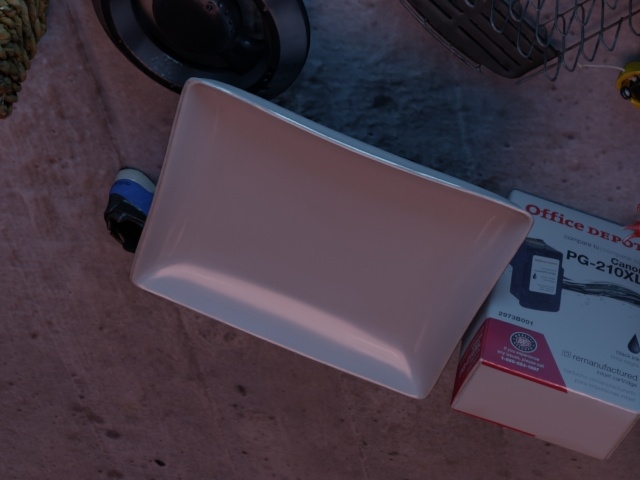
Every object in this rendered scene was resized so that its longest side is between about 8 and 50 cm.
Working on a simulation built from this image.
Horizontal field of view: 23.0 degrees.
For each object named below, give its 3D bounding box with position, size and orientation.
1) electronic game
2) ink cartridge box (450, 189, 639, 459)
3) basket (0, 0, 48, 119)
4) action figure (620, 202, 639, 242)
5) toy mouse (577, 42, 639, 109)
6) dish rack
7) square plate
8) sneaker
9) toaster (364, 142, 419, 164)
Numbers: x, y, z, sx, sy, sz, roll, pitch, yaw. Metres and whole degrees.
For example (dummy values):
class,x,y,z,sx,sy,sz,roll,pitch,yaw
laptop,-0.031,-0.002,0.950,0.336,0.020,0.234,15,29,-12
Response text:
class,x,y,z,sx,sy,sz,roll,pitch,yaw
electronic game,-0.118,-0.221,1.520,0.229,0.048,0.229,15,139,13
ink cartridge box,0.244,0.082,1.615,0.172,0.237,0.100,19,139,-3
basket,-0.413,-0.267,1.532,0.299,0.223,0.213,16,175,0
action figure,0.369,0.005,1.587,0.139,0.091,0.280,-6,138,7
toy mouse,0.344,-0.163,1.443,0.161,0.031,0.143,32,139,-20
dish rack,0.197,-0.228,1.382,0.208,0.074,0.271,39,136,-26
square plate,0.000,0.000,1.568,0.347,0.049,0.344,22,141,-2
sneaker,-0.181,-0.006,1.775,0.058,0.085,0.152,-24,128,39
toaster,0.015,-0.023,1.667,0.185,0.110,0.168,19,142,-5
